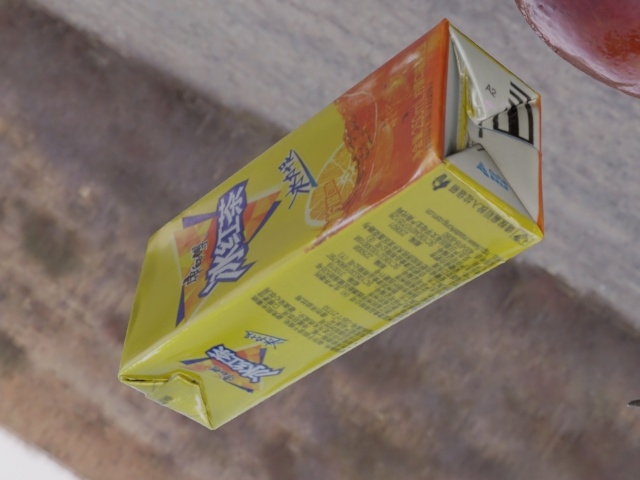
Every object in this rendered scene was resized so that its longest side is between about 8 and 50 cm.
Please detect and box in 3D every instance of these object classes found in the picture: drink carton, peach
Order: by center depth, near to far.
[{"bbox_3d":[0.000,0.000,1.069,0.111,0.351,0.154,35,-139,-28],"label":"drink carton"},{"bbox_3d":[0.370,-0.295,1.505,0.373,0.289,0.372,25,-170,-5],"label":"peach"}]

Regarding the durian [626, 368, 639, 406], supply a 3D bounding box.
[{"bbox_3d":[0.349,0.097,1.322,0.148,0.188,0.091,-11,-118,-52],"label":"durian"}]
